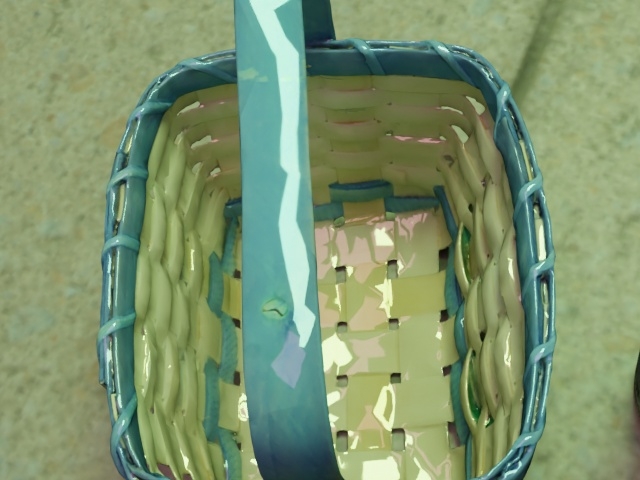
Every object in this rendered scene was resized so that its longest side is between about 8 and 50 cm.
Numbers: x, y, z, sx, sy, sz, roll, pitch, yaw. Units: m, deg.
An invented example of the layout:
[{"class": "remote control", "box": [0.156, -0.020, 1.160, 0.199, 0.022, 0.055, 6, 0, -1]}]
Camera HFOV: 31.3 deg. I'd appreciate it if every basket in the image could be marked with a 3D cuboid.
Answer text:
[{"class": "basket", "box": [0.000, 0.000, 0.502, 0.201, 0.289, 0.254, -6, 67, 9]}]

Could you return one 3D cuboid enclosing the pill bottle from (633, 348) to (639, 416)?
[{"class": "pill bottle", "box": [0.190, 0.048, 0.514, 0.087, 0.160, 0.087, -4, 66, 10]}]
